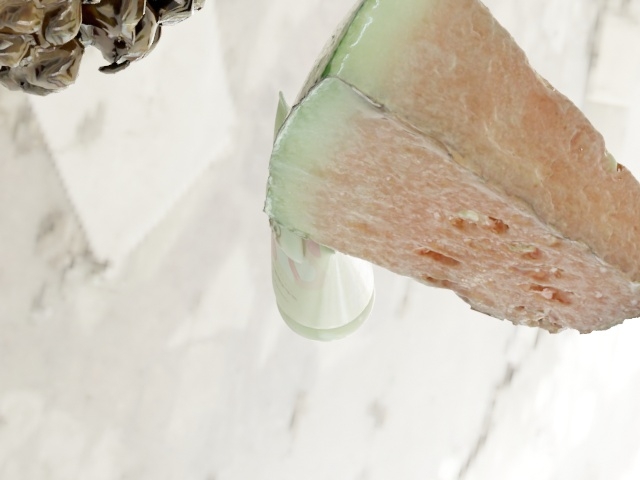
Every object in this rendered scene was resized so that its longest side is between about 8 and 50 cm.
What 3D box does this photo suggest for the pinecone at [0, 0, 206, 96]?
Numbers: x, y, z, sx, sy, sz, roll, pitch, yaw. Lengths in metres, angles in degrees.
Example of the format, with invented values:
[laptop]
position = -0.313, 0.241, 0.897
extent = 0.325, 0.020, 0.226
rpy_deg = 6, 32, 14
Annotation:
[pinecone]
position = -0.164, -0.209, 1.119
extent = 0.257, 0.243, 0.243
rpy_deg = 7, 95, -44

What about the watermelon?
[watermelon]
position = 0.101, -0.037, 1.097
extent = 0.139, 0.257, 0.193
rpy_deg = -58, -177, -22

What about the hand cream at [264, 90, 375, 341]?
[hand cream]
position = 0.000, 0.000, 1.524
extent = 0.306, 0.093, 0.147
rpy_deg = 85, -12, -66
